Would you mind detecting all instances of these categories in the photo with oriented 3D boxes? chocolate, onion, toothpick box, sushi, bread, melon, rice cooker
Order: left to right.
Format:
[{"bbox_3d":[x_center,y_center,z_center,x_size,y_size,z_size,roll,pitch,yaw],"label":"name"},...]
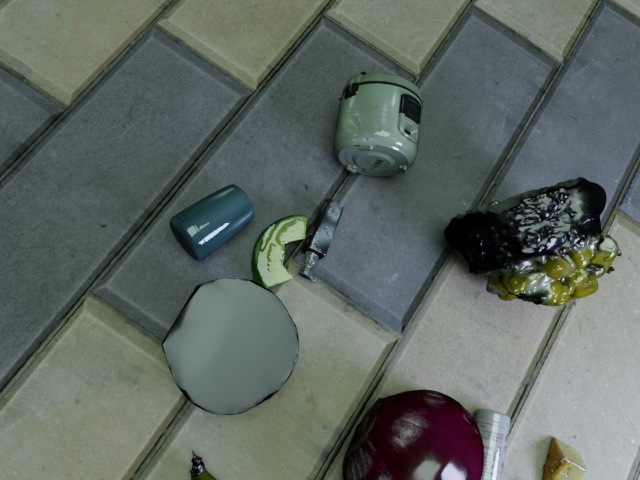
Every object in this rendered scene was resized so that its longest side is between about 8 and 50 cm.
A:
[{"bbox_3d":[-0.249,-0.049,1.350,0.184,0.120,0.120,-38,83,-21],"label":"toothpick box"},{"bbox_3d":[-0.195,0.230,1.238,0.284,0.186,0.283,3,79,-16],"label":"chocolate"},{"bbox_3d":[-0.101,0.024,1.385,0.118,0.064,0.209,14,73,-11],"label":"melon"},{"bbox_3d":[0.151,-0.296,1.447,0.226,0.226,0.244,11,69,-7],"label":"rice cooker"},{"bbox_3d":[0.201,0.464,1.205,0.282,0.260,0.337,44,71,10],"label":"onion"},{"bbox_3d":[0.494,0.029,1.358,0.329,0.328,0.285,-14,87,-16],"label":"sushi"},{"bbox_3d":[0.573,0.549,1.367,0.084,0.080,0.109,26,106,-2],"label":"bread"}]

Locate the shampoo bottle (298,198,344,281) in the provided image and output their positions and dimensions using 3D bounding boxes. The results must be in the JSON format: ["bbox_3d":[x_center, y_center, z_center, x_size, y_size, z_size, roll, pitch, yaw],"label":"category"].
[{"bbox_3d":[0.000,-0.001,1.412,0.064,0.057,0.207,25,71,-6],"label":"shampoo bottle"}]

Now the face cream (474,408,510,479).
[{"bbox_3d":[0.372,0.525,1.304,0.082,0.082,0.268,18,72,-4],"label":"face cream"}]

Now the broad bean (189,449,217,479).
[{"bbox_3d":[-0.215,0.602,1.183,0.077,0.061,0.338,-14,75,-6],"label":"broad bean"}]
